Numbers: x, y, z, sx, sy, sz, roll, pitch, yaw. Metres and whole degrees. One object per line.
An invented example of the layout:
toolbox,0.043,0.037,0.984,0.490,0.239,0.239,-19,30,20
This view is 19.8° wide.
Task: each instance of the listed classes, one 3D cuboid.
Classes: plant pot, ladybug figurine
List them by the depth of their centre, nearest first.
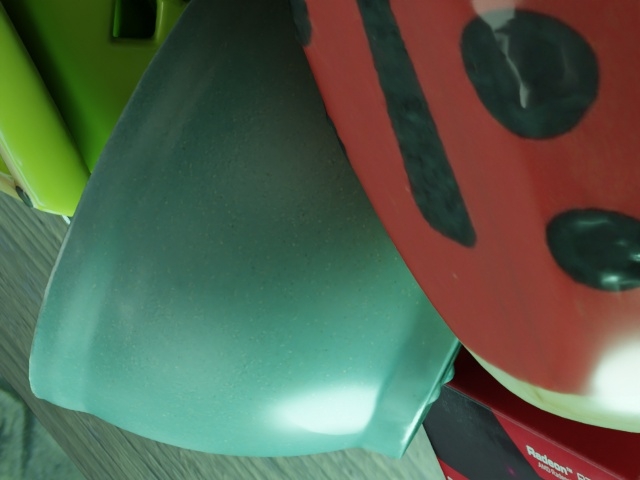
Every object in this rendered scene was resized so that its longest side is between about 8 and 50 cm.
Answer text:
ladybug figurine,0.097,-0.090,0.755,0.305,0.162,0.449,27,146,53
plant pot,0.000,0.000,1.004,0.196,0.293,0.293,26,155,6
plant pot,-0.167,-0.152,1.188,0.227,0.207,0.228,24,145,54

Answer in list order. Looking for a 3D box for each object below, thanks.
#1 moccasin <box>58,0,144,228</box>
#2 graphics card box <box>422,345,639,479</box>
moccasin,-0.216,-0.162,1.388,0.147,0.139,0.380,32,153,60
graphics card box,0.196,0.218,1.124,0.233,0.094,0.371,25,146,53
